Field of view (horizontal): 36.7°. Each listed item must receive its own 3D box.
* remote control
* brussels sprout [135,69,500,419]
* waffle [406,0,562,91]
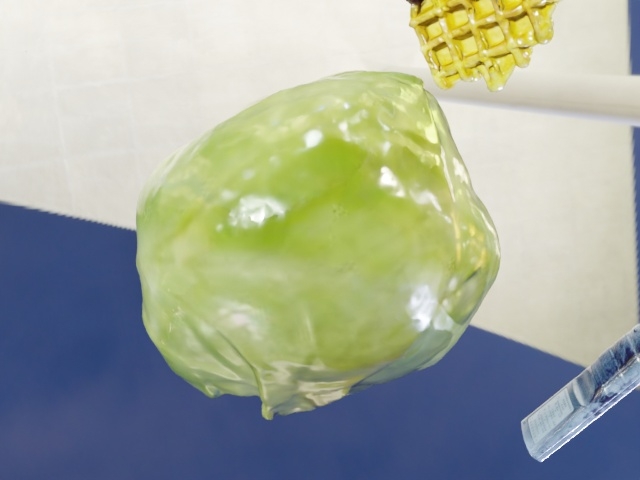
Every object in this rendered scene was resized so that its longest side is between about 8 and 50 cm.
[{"bbox_3d":[0.223,0.119,0.780,0.027,0.043,0.152,29,-63,-25],"label":"remote control"},{"bbox_3d":[0.000,0.000,0.818,0.328,0.328,0.247,7,-122,-18],"label":"brussels sprout"},{"bbox_3d":[0.184,-0.347,1.240,0.283,0.065,0.309,28,-57,15],"label":"waffle"}]
